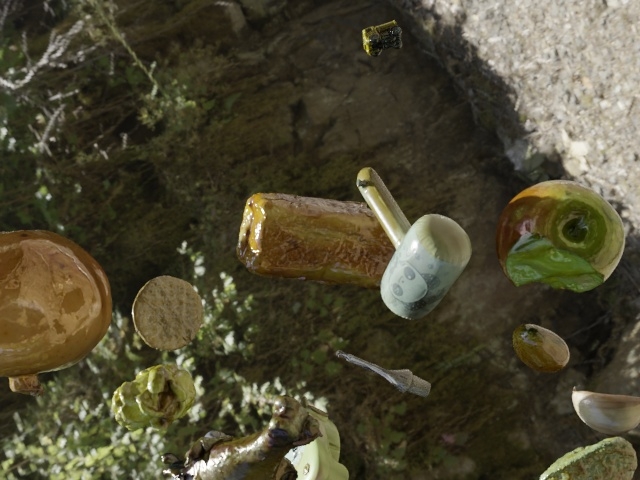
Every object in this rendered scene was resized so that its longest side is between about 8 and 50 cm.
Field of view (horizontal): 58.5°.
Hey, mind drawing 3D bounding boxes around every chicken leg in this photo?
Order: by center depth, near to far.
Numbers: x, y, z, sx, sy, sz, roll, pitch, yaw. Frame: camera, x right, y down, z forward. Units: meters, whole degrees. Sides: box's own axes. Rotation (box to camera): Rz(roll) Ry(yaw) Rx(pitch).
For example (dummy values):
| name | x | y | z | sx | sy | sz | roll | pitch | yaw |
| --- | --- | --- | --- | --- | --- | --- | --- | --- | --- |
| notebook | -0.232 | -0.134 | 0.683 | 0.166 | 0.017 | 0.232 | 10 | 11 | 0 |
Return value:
| name | x | y | z | sx | sy | sz | roll | pitch | yaw |
| --- | --- | --- | --- | --- | --- | --- | --- | --- | --- |
| chicken leg | -0.115 | 0.402 | 1.018 | 0.211 | 0.361 | 0.140 | 31 | -138 | -37 |

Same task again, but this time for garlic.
| name | x | y | z | sx | sy | sz | roll | pitch | yaw |
| --- | --- | --- | --- | --- | --- | --- | --- | --- | --- |
| garlic | 0.804 | 0.480 | 1.639 | 0.207 | 0.128 | 0.115 | 7 | 157 | 46 |

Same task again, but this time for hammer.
| name | x | y | z | sx | sy | sz | roll | pitch | yaw |
| --- | --- | --- | --- | --- | --- | --- | --- | --- | --- |
| hammer | 0.139 | -0.026 | 1.024 | 0.305 | 0.113 | 0.202 | 63 | 144 | 33 |

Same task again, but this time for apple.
| name | x | y | z | sx | sy | sz | roll | pitch | yaw |
| --- | --- | --- | --- | --- | --- | --- | --- | --- | --- |
| apple | 0.487 | 0.000 | 1.168 | 0.246 | 0.246 | 0.226 | 64 | 174 | 1 |

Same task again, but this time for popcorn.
| name | x | y | z | sx | sy | sz | roll | pitch | yaw |
| --- | --- | --- | --- | --- | --- | --- | --- | --- | --- |
| popcorn | -0.509 | 0.485 | 1.756 | 0.255 | 0.256 | 0.195 | -28 | 71 | 59 |

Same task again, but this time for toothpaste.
| name | x | y | z | sx | sy | sz | roll | pitch | yaw |
| --- | --- | --- | --- | --- | --- | --- | --- | --- | --- |
| toothpaste | 0.177 | 0.372 | 1.624 | 0.282 | 0.068 | 0.099 | 24 | 137 | 4 |

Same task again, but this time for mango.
| name | x | y | z | sx | sy | sz | roll | pitch | yaw |
| --- | --- | --- | --- | --- | --- | --- | --- | --- | --- |
| mango | 0.488 | 0.237 | 1.283 | 0.163 | 0.089 | 0.111 | 36 | 153 | -21 |

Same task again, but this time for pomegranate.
| name | x | y | z | sx | sy | sz | roll | pitch | yaw |
| --- | --- | --- | --- | --- | --- | --- | --- | --- | --- |
| pomegranate | -0.701 | 0.171 | 1.362 | 0.411 | 0.411 | 0.411 | 59 | 168 | 21 |

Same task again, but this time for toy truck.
| name | x | y | z | sx | sy | sz | roll | pitch | yaw |
| --- | --- | --- | --- | --- | --- | --- | --- | --- | --- |
| toy truck | 0.132 | -0.442 | 1.246 | 0.049 | 0.083 | 0.054 | 71 | -179 | -62 |

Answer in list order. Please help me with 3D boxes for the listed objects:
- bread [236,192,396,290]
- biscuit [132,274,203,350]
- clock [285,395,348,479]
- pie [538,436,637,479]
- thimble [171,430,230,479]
| name | x | y | z | sx | sy | sz | roll | pitch | yaw |
| --- | --- | --- | --- | --- | --- | --- | --- | --- | --- |
| bread | -0.002 | 0.001 | 1.243 | 0.149 | 0.344 | 0.195 | -131 | 52 | -68 |
| biscuit | -0.434 | 0.207 | 1.642 | 0.033 | 0.220 | 0.219 | -23 | 94 | 50 |
| clock | -0.053 | 0.615 | 1.613 | 0.117 | 0.286 | 0.348 | 28 | -157 | -20 |
| pie | 0.644 | 0.570 | 1.381 | 0.201 | 0.248 | 0.090 | 57 | -176 | -24 |
| thimble | -0.222 | 0.577 | 1.327 | 0.236 | 0.172 | 0.205 | 46 | 169 | -27 |
